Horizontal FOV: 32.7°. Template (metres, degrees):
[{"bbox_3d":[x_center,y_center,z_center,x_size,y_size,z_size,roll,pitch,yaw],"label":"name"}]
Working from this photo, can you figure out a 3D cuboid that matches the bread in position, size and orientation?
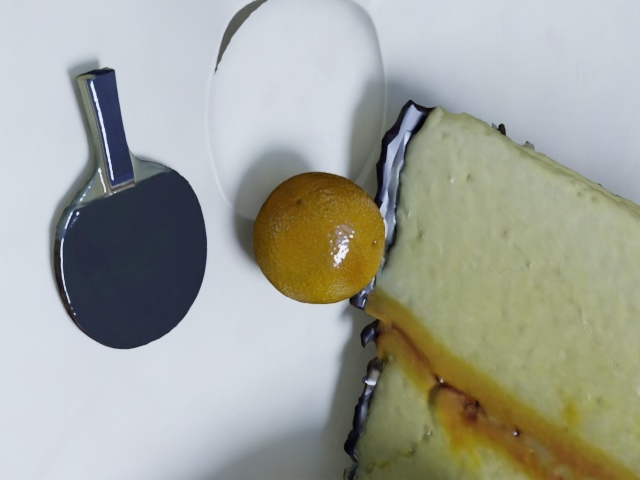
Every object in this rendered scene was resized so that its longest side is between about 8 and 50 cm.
[{"bbox_3d":[0.199,0.141,0.755,0.346,0.404,0.242,-66,162,14],"label":"bread"}]

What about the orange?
[{"bbox_3d":[0.000,0.000,0.647,0.085,0.085,0.085,-14,110,-41],"label":"orange"}]

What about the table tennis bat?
[{"bbox_3d":[-0.104,-0.014,0.587,0.095,0.014,0.158,-26,120,-35],"label":"table tennis bat"}]
